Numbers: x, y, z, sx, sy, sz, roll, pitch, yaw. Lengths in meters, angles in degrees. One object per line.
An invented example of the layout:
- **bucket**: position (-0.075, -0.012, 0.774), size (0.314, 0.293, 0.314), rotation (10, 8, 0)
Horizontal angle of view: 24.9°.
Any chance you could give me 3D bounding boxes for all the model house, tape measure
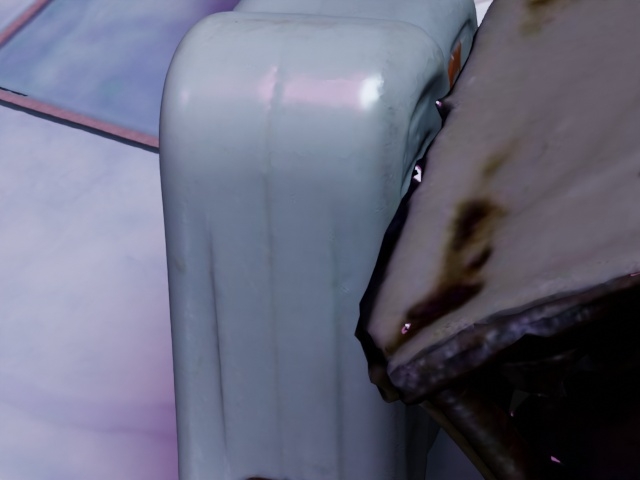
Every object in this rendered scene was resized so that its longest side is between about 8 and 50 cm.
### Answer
- **model house**: position (0.217, 0.020, 0.583), size (0.297, 0.282, 0.317), rotation (-12, 36, 30)
- **tape measure**: position (0.000, 0.001, 0.673), size (0.125, 0.243, 0.246), rotation (6, 27, 12)

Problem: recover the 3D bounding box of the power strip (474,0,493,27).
- **power strip**: position (0.109, -0.109, 0.855), size (0.338, 0.098, 0.058), rotation (-18, 81, -10)
